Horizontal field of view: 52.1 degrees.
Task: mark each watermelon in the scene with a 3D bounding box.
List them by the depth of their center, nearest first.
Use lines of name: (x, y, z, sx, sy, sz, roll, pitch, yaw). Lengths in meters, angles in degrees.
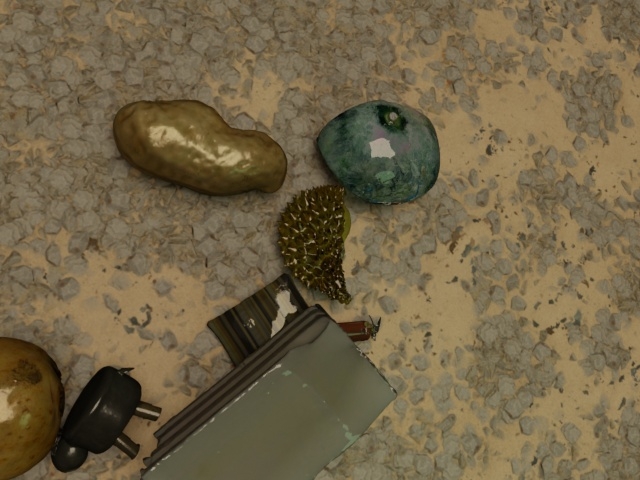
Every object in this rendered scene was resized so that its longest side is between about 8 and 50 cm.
watermelon: (0.170, -0.209, 1.537, 0.322, 0.175, 0.188, -7, 50, -19)

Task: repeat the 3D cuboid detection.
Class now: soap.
soap: (-0.093, 0.332, 1.231, 0.435, 0.350, 0.213, -40, 92, -8)

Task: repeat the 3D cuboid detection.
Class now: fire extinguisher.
fire extinguisher: (0.061, 0.206, 1.502, 0.177, 0.050, 0.062, -3, 72, -19)

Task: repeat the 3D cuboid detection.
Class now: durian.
durian: (0.000, 0.000, 1.493, 0.172, 0.166, 0.306, -17, 66, 17)

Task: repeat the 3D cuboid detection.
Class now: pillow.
pillow: (-0.105, 0.210, 1.431, 0.212, 0.052, 0.208, -32, 89, -7)

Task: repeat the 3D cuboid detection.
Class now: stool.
stool: (-0.418, 0.352, 1.276, 0.139, 0.228, 0.153, 37, 24, -20)

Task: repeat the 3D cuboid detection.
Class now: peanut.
peanut: (-0.257, -0.201, 1.435, 0.387, 0.169, 0.192, 18, 68, -17)

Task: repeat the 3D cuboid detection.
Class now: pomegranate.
pomegranate: (-0.581, 0.301, 1.169, 0.261, 0.260, 0.260, 4, 76, -17)
